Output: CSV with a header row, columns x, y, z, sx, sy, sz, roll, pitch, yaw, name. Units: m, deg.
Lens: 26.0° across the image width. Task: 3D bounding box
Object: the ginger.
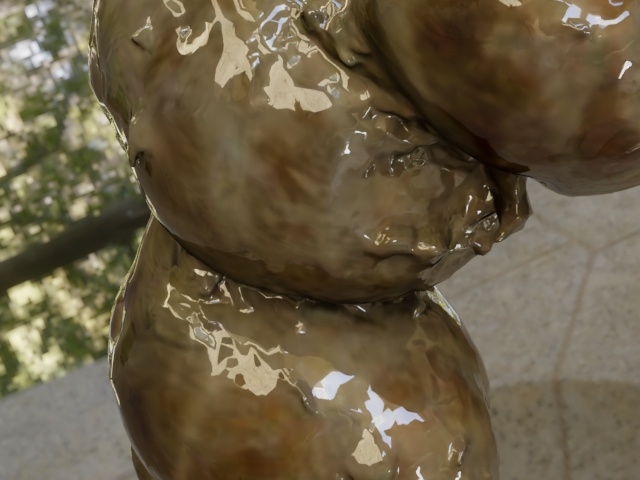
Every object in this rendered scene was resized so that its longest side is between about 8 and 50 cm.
x,y,z,sx,sy,sz,roll,pitch,yaw,name
0.000,0.000,0.562,0.256,0.176,0.375,40,-51,30,ginger
